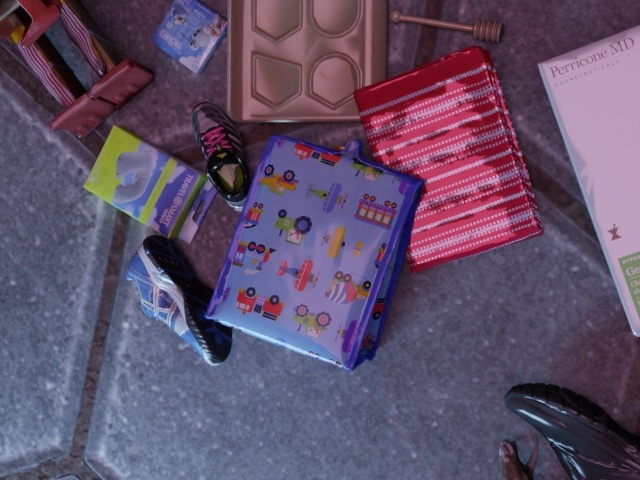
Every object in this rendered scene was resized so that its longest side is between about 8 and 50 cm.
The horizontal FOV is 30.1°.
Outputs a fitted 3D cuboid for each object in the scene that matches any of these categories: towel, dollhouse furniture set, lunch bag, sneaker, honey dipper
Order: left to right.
[{"bbox_3d":[-0.394,-0.285,1.621,0.152,0.374,0.201,-38,80,7],"label":"dollhouse furniture set"},{"bbox_3d":[-0.205,0.095,1.734,0.081,0.080,0.211,-40,79,32],"label":"sneaker"},{"bbox_3d":[-0.139,-0.124,1.702,0.063,0.075,0.170,-22,87,2],"label":"sneaker"},{"bbox_3d":[0.000,0.000,1.634,0.220,0.138,0.293,19,97,14],"label":"lunch bag"},{"bbox_3d":[0.173,-0.298,1.650,0.160,0.030,0.031,11,93,18],"label":"honey dipper"},{"bbox_3d":[0.174,-0.109,1.632,0.198,0.031,0.275,-17,94,14],"label":"towel"},{"bbox_3d":[0.362,0.291,1.568,0.286,0.109,0.130,31,103,14],"label":"sneaker"}]

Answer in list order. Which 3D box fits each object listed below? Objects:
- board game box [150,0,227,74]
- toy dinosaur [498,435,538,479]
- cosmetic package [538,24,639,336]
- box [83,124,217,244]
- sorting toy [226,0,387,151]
[{"bbox_3d":[-0.190,-0.306,1.746,0.090,0.020,0.090,35,100,12],"label":"board game box"},{"bbox_3d":[0.231,0.429,1.586,0.121,0.160,0.314,26,110,32],"label":"toy dinosaur"},{"bbox_3d":[0.430,-0.083,1.520,0.196,0.155,0.366,-21,87,15],"label":"cosmetic package"},{"bbox_3d":[-0.249,-0.081,1.752,0.178,0.042,0.109,30,98,13],"label":"box"},{"bbox_3d":[-0.019,-0.226,1.697,0.229,0.041,0.307,1,91,11],"label":"sorting toy"}]
